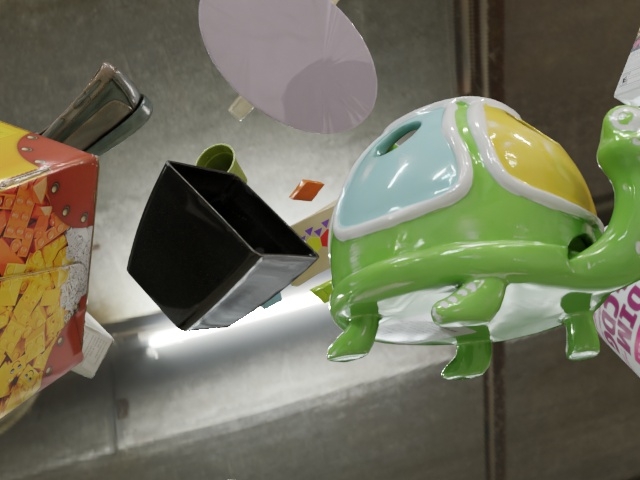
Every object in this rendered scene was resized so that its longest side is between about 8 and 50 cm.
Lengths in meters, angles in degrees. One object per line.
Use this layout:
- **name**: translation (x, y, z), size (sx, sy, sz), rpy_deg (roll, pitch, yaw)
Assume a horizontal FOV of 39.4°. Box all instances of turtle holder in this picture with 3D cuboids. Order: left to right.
- **turtle holder**: translation (0.142, -0.015, 0.804), size (0.243, 0.227, 0.320), rpy_deg (7, -22, -19)

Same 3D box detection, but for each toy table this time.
- **toy table**: translation (-0.047, -0.273, 1.275), size (0.252, 0.161, 0.274), rpy_deg (-39, -75, 4)

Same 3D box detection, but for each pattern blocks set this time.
- **pattern blocks set**: translation (0.000, 0.000, 1.811), size (0.325, 0.026, 0.285), rpy_deg (-19, -59, -26)

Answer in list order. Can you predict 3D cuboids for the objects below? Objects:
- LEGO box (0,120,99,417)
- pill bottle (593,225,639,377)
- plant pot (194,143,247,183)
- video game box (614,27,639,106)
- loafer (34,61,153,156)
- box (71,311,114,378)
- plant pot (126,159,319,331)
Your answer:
- **LEGO box**: translation (-0.473, -0.003, 0.630), size (0.500, 0.372, 0.193), rpy_deg (20, -64, 18)
- **pill bottle**: translation (0.394, 0.090, 0.934), size (0.160, 0.283, 0.160), rpy_deg (-4, -68, -9)
- **plant pot**: translation (-0.171, -0.118, 1.611), size (0.083, 0.083, 0.079), rpy_deg (-32, -38, 7)
- **video game box**: translation (0.537, -0.301, 1.307), size (0.048, 0.205, 0.187), rpy_deg (26, -103, -17)
- **loafer**: translation (-0.331, -0.117, 1.073), size (0.267, 0.096, 0.084), rpy_deg (-33, -59, 6)
- **box**: translation (-0.386, 0.057, 1.054), size (0.232, 0.322, 0.058), rpy_deg (32, -97, -23)
- **plant pot**: translation (-0.149, 0.021, 1.224), size (0.167, 0.187, 0.188), rpy_deg (-51, -20, 13)
